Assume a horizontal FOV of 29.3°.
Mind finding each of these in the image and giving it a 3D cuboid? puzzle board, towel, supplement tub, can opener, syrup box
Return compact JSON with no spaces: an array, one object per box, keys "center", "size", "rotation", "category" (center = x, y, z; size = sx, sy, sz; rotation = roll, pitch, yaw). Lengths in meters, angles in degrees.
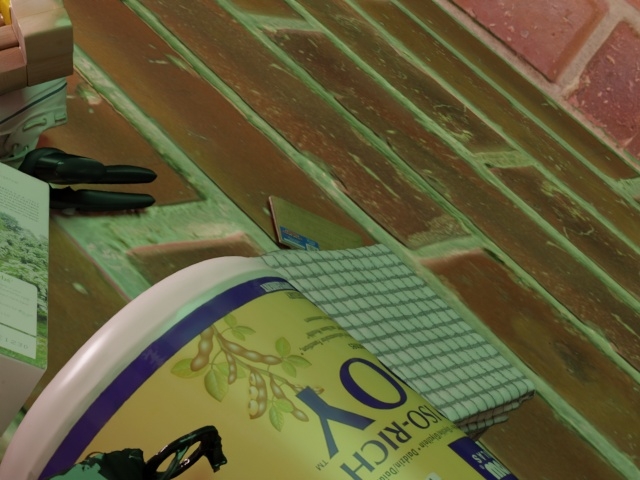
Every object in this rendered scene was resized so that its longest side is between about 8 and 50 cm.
[{"center":[0.000,0.000,1.413],"size":[0.128,0.011,0.096],"rotation":[24,27,-24],"category":"puzzle board"},{"center":[0.027,0.116,1.101],"size":[0.235,0.121,0.283],"rotation":[44,26,23],"category":"towel"},{"center":[-0.004,0.194,0.730],"size":[0.331,0.241,0.241],"rotation":[40,23,18],"category":"supplement tub"},{"center":[-0.218,-0.050,1.164],"size":[0.073,0.059,0.186],"rotation":[17,3,28],"category":"can opener"},{"center":[-0.260,0.034,0.888],"size":[0.093,0.096,0.237],"rotation":[25,25,-27],"category":"syrup box"}]

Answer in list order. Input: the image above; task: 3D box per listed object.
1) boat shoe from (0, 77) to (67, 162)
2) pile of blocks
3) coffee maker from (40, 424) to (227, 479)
[{"center":[-0.289,-0.107,1.136],"size":[0.226,0.083,0.076],"rotation":[-49,130,-60],"category":"boat shoe"},{"center":[-0.324,-0.223,1.140],"size":[0.112,0.149,0.362],"rotation":[-19,20,-18],"category":"pile of blocks"},{"center":[-0.071,0.188,0.535],"size":[0.178,0.171,0.120],"rotation":[48,-14,25],"category":"coffee maker"}]
